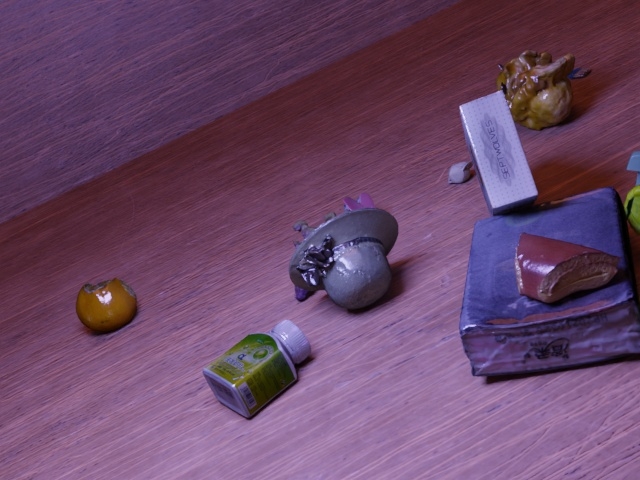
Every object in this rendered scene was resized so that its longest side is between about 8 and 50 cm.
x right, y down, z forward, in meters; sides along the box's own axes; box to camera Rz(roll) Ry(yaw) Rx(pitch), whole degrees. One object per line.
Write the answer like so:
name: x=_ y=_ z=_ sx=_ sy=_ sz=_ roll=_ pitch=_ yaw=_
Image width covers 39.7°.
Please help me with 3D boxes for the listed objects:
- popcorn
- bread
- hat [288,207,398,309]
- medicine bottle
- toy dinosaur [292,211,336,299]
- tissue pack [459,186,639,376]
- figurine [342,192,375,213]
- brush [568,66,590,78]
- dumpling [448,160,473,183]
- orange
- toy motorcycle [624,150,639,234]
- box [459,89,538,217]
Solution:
popcorn: x=0.553 y=-0.377 z=2.263 sx=0.191 sy=0.190 sz=0.253 roll=-9 pitch=-14 yaw=4
bread: x=0.368 y=0.042 z=1.416 sx=0.119 sy=0.067 sz=0.192 roll=-37 pitch=29 yaw=-28
hat: x=0.074 y=0.065 z=1.825 sx=0.257 sy=0.257 sz=0.130 roll=-26 pitch=56 yaw=-4
medicine bottle: x=-0.115 y=0.242 z=1.717 sx=0.188 sy=0.088 sz=0.132 roll=-37 pitch=27 yaw=-25
toy dinosaur: x=0.003 y=0.002 z=1.963 sx=0.251 sy=0.072 sz=0.200 roll=-47 pitch=28 yaw=30
tissue pack: x=0.405 y=0.067 z=1.561 sx=0.288 sy=0.124 sz=0.394 roll=-14 pitch=26 yaw=22
figurine: x=0.060 y=-0.029 z=2.090 sx=0.205 sy=0.103 sz=0.260 roll=-18 pitch=26 yaw=12
brush: x=0.695 y=-0.477 z=2.539 sx=0.051 sy=0.014 sz=0.164 roll=-37 pitch=27 yaw=-30
dumpling: x=0.344 y=-0.172 z=2.185 sx=0.052 sy=0.076 sz=0.057 roll=15 pitch=44 yaw=20
orange: x=-0.539 y=0.156 z=2.227 sx=0.156 sy=0.134 sz=0.156 roll=-14 pitch=37 yaw=11
toy motorcycle: x=0.691 y=-0.079 z=1.490 sx=0.191 sy=0.200 sz=0.326 roll=-12 pitch=24 yaw=-24
box: x=0.358 y=-0.157 z=1.787 sx=0.095 sy=0.210 sz=0.330 roll=-19 pitch=-7 yaw=11
